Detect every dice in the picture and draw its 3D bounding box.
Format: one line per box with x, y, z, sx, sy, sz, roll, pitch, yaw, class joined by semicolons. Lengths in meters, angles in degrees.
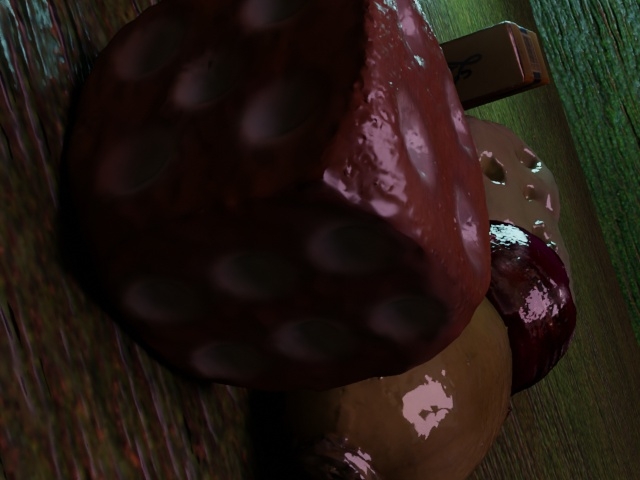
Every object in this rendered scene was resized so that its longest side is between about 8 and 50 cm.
-0.014;-0.030;0.612;0.174;0.175;0.179;52;26;-47;dice

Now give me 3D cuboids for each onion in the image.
0.153;0.072;1.014;0.173;0.135;0.198;38;-27;48;onion

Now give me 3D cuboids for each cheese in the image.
0.189;-0.017;1.227;0.159;0.093;0.263;26;42;-29;cheese

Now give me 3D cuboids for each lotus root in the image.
0.057;0.087;0.775;0.303;0.130;0.146;-41;114;-70;lotus root

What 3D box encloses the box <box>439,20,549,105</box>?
0.157;-0.177;1.259;0.237;0.152;0.070;-16;90;-71;box
